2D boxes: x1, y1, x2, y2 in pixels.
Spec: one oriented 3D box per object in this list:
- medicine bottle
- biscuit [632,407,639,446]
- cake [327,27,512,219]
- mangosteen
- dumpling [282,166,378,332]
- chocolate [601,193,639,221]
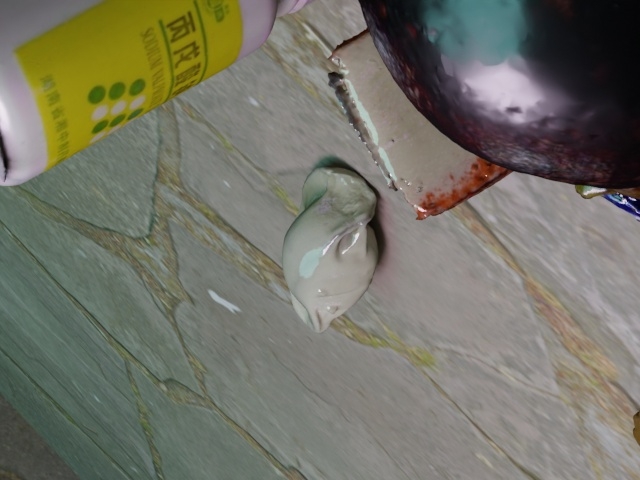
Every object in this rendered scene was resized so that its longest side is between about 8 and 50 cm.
[{"bbox_3d":[-0.164,-0.218,1.484,0.213,0.379,0.213,45,155,28],"label":"medicine bottle"},{"bbox_3d":[0.324,0.200,1.471,0.170,0.050,0.170,55,161,29],"label":"biscuit"},{"bbox_3d":[0.118,-0.134,1.451,0.158,0.160,0.262,59,-167,-5],"label":"cake"},{"bbox_3d":[0.161,-0.171,1.010,0.297,0.297,0.313,58,-176,-3],"label":"mangosteen"},{"bbox_3d":[-0.001,0.002,1.821,0.169,0.100,0.134,86,159,-47],"label":"dumpling"},{"bbox_3d":[0.307,0.005,1.169,0.343,0.126,0.148,46,-165,20],"label":"chocolate"}]
